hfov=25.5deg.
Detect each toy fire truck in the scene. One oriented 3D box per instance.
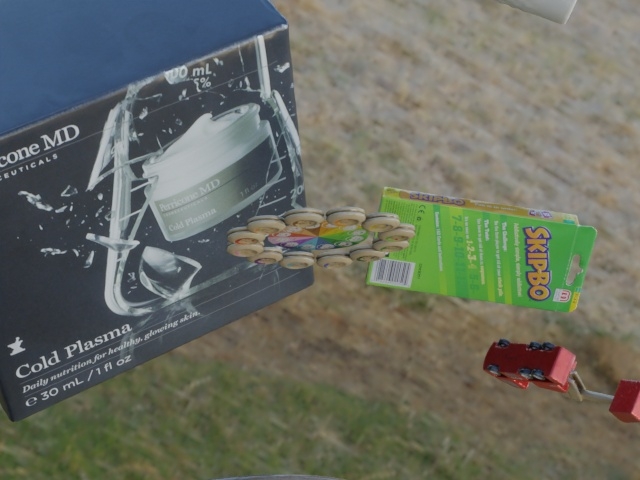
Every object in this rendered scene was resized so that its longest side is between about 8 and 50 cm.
[{"bbox_3d":[0.313,0.179,1.807,0.135,0.047,0.192,33,-18,-27],"label":"toy fire truck"}]

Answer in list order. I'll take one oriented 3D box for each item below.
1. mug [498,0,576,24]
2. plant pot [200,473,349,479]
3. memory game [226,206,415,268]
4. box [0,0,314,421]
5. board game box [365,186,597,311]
[{"bbox_3d":[0.224,-0.465,1.903,0.328,0.276,0.374,22,25,4],"label":"mug"},{"bbox_3d":[-0.059,0.369,1.383,0.263,0.263,0.229,12,62,-34],"label":"plant pot"},{"bbox_3d":[0.000,0.000,1.358,0.186,0.186,0.012,10,70,-36],"label":"memory game"},{"bbox_3d":[-0.291,-0.090,1.879,0.480,0.472,0.297,-25,46,-18],"label":"box"},{"bbox_3d":[0.192,0.013,1.698,0.259,0.124,0.039,10,29,0],"label":"board game box"}]
